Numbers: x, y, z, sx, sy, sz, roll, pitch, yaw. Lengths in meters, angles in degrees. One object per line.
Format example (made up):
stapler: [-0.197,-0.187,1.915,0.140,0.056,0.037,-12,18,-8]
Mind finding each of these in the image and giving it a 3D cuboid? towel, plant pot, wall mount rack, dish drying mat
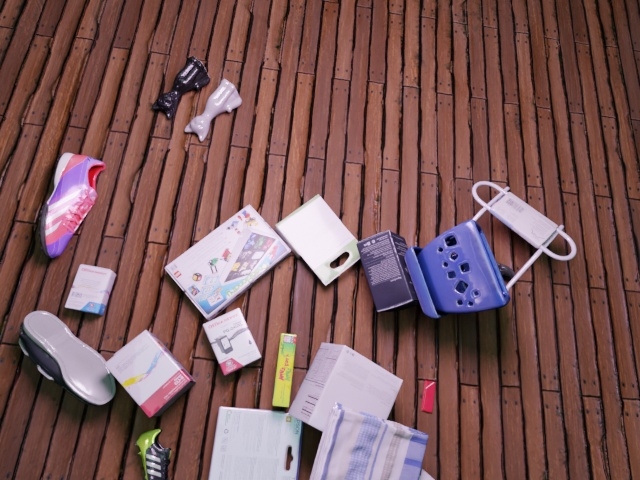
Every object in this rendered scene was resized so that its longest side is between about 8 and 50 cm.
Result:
towel: [0.119,0.521,1.068,0.285,0.034,0.209,25,74,-19]
plant pot: [0.371,0.092,1.252,0.212,0.236,0.235,-22,77,22]
wall mount rack: [0.561,-0.009,1.375,0.304,0.130,0.350,-36,67,-28]
dish drying mat: [0.304,0.439,1.282,0.032,0.008,0.083,14,70,-4]

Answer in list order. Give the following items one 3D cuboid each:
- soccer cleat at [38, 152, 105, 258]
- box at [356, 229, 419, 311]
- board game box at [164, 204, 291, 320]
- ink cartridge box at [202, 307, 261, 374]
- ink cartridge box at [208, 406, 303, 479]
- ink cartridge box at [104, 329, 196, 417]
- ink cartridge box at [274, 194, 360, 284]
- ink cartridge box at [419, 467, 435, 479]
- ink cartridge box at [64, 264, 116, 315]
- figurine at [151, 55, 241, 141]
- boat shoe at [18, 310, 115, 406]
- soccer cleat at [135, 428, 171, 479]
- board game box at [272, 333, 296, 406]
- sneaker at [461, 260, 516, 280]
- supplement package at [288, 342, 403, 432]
soccer cleat: [-0.700,-0.101,1.287,0.117,0.108,0.318,6,68,-10]
box: [0.203,0.092,1.295,0.108,0.153,0.207,-22,72,22]
board game box: [-0.262,0.059,1.314,0.305,0.053,0.193,-39,79,-17]
ink cartridge box: [-0.241,0.275,1.238,0.109,0.063,0.150,-24,76,-14]
ink cartridge box: [-0.164,0.548,1.163,0.224,0.045,0.223,9,71,-8]
ink cartridge box: [-0.428,0.337,1.158,0.176,0.128,0.127,45,72,8]
ink cartridge box: [0.000,0.000,1.368,0.171,0.056,0.235,-37,83,-17]
ink cartridge box: [0.183,0.625,1.158,0.219,0.092,0.160,41,72,6]
ink cartridge box: [-0.624,0.135,1.242,0.089,0.052,0.122,12,72,-4]
figurine: [-0.396,-0.444,1.459,0.215,0.092,0.209,36,79,5]
boat shoe: [-0.647,0.312,1.162,0.302,0.091,0.114,46,28,10]
soccer cleat: [-0.399,0.558,1.125,0.072,0.060,0.178,-20,72,-15]
board game box: [-0.097,0.347,1.217,0.043,0.092,0.181,7,71,-4]
sneaker: [0.509,0.093,1.405,0.170,0.051,0.089,36,67,12]
supplement package: [0.062,0.400,1.165,0.194,0.149,0.203,34,69,-15]
